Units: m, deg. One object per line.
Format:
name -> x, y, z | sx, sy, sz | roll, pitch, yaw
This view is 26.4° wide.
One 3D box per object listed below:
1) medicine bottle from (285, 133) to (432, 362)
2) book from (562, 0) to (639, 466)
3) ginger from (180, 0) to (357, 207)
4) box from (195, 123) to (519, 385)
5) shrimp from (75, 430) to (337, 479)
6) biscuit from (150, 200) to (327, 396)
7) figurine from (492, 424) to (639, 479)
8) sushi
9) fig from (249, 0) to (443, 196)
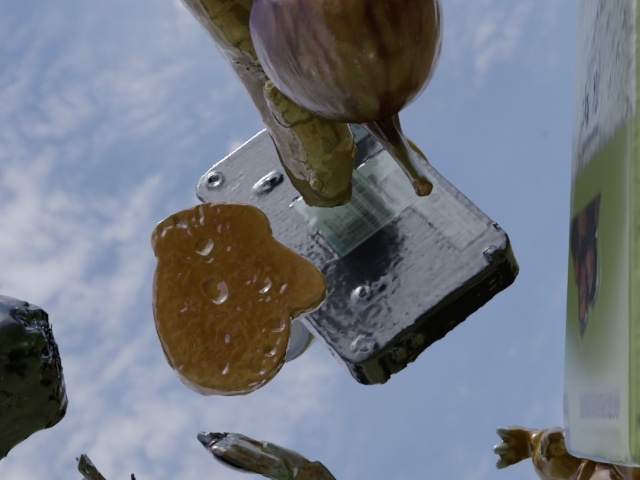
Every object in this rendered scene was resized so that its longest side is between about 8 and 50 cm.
medicine bottle -> 0.000, 0.000, 1.943 | 0.384, 0.224, 0.224 | -44, -37, -49
book -> 0.172, -0.048, 0.800 | 0.239, 0.035, 0.352 | 64, -150, -81
ginger -> -0.075, -0.228, 1.361 | 0.122, 0.348, 0.363 | -29, -28, 17
box -> 0.029, -0.016, 1.440 | 0.211, 0.350, 0.058 | -36, -41, -10
shrimp -> -0.109, 0.319, 1.494 | 0.247, 0.360, 0.085 | -58, -5, -18
biscuit -> -0.054, 0.037, 0.907 | 0.023, 0.118, 0.140 | 89, 178, -62
figurine -> 0.371, 0.255, 1.395 | 0.268, 0.387, 0.401 | -5, -86, -34
sushi -> -0.328, 0.129, 1.155 | 0.225, 0.124, 0.127 | -23, -45, -18
fig -> 0.033, -0.155, 1.163 | 0.175, 0.175, 0.207 | -42, -56, -37
